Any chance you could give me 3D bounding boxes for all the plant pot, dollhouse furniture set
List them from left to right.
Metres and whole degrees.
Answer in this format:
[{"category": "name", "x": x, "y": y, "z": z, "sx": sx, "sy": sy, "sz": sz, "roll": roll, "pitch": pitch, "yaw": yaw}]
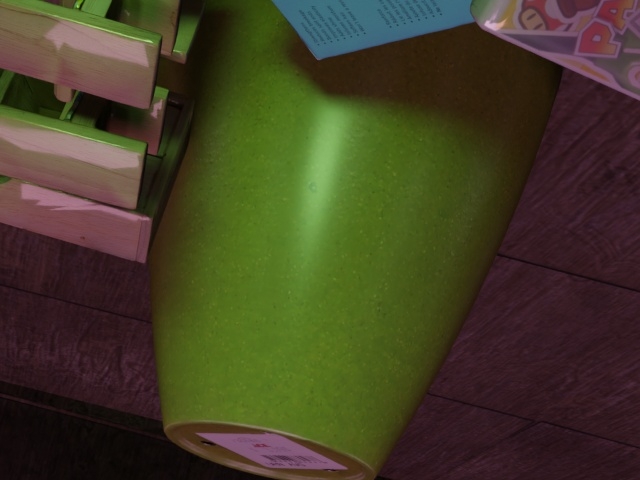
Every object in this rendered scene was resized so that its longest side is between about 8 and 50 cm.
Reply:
[{"category": "dollhouse furniture set", "x": -0.146, "y": -0.117, "z": 0.826, "sx": 0.161, "sy": 0.212, "sz": 0.242, "roll": 16, "pitch": 140, "yaw": -1}, {"category": "plant pot", "x": 0.000, "y": 0.000, "z": 1.016, "sx": 0.274, "sy": 0.293, "sz": 0.275, "roll": 10, "pitch": 159, "yaw": 4}]

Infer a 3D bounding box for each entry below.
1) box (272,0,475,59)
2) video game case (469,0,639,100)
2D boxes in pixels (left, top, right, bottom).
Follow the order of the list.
[{"category": "box", "x": 0.090, "y": -0.165, "z": 0.790, "sx": 0.244, "sy": 0.100, "sz": 0.060, "roll": -8, "pitch": 133, "yaw": 43}, {"category": "video game case", "x": 0.206, "y": -0.152, "z": 0.669, "sx": 0.206, "sy": 0.026, "sz": 0.227, "roll": 20, "pitch": 114, "yaw": -21}]
